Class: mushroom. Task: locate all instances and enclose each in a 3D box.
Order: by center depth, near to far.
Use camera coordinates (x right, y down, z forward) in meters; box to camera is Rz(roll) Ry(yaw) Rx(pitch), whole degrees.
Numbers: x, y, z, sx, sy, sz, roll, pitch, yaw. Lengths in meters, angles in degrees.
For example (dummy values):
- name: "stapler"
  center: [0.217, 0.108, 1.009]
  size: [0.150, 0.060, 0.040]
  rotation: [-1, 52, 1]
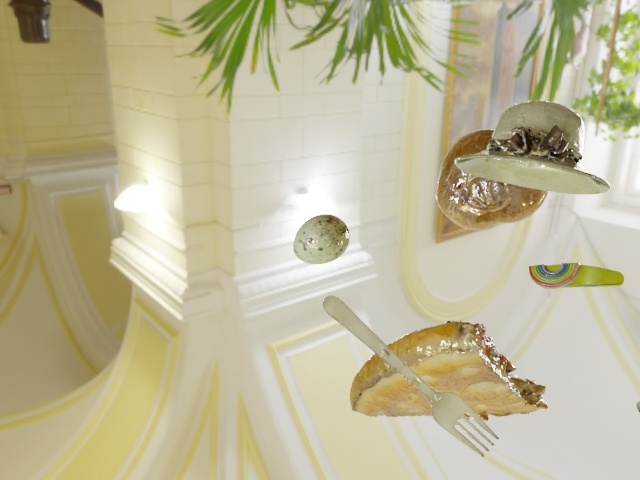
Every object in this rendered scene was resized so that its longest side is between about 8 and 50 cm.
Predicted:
- name: "mushroom"
  center: [0.418, -0.149, 1.387]
  size: [0.278, 0.279, 0.146]
  rotation: [13, 176, 31]

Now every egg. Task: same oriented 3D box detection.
- name: "egg"
  center: [0.000, 0.000, 0.968]
  size: [0.110, 0.085, 0.085]
  rotation: [-34, 177, 35]

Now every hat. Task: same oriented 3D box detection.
- name: "hat"
  center: [0.372, -0.170, 0.966]
  size: [0.256, 0.130, 0.257]
  rotation: [12, -179, 0]

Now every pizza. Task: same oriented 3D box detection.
- name: "pizza"
  center: [0.293, 0.294, 1.192]
  size: [0.405, 0.440, 0.130]
  rotation: [17, -126, -20]

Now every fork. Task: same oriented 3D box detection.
- name: "fork"
  center: [0.081, 0.130, 0.563]
  size: [0.219, 0.034, 0.028]
  rotation: [39, -177, 23]

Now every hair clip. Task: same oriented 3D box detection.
- name: "hair clip"
  center: [0.542, 0.078, 1.191]
  size: [0.188, 0.033, 0.060]
  rotation: [0, -119, 27]

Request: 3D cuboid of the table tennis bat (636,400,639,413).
- name: "table tennis bat"
  center: [0.568, 0.313, 0.900]
  size: [0.138, 0.022, 0.246]
  rotation: [51, -160, 25]
